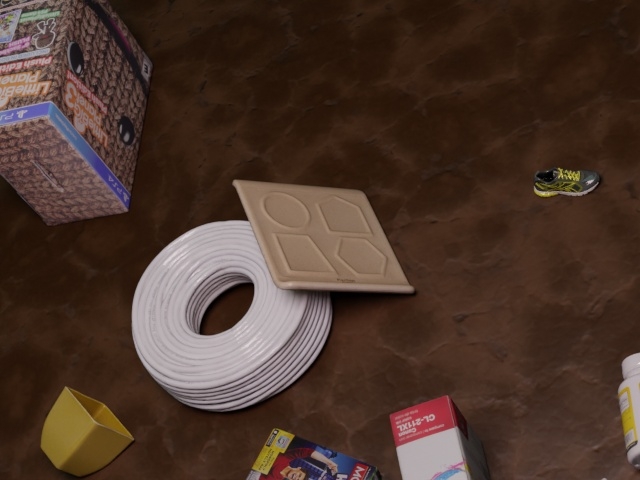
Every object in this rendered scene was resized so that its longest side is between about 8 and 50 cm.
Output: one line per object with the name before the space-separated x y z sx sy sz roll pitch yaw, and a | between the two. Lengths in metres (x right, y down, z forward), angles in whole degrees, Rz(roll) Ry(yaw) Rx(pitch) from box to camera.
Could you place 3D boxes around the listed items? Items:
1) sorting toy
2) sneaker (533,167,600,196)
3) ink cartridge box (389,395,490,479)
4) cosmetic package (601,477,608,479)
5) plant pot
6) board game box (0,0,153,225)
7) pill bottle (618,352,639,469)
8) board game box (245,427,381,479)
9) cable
sorting toy | 0.000 0.000 1.540 0.038 0.193 0.208 -64 37 33
sneaker | 0.304 -0.074 1.516 0.083 0.035 0.031 -10 55 19
ink cartridge box | 0.139 0.273 1.289 0.072 0.127 0.175 -20 51 12
cosmetic package | 0.330 0.349 1.150 0.107 0.127 0.238 -41 52 -6
plant pot | -0.304 0.250 1.546 0.083 0.081 0.081 -51 51 0
board game box | -0.377 -0.211 1.801 0.141 0.232 0.291 -9 55 19
pill bottle | 0.351 0.180 1.297 0.065 0.065 0.116 -12 54 17
board game box | -0.011 0.332 1.362 0.194 0.060 0.194 17 66 32
cable | -0.116 0.089 1.561 0.257 0.089 0.257 -21 51 10
